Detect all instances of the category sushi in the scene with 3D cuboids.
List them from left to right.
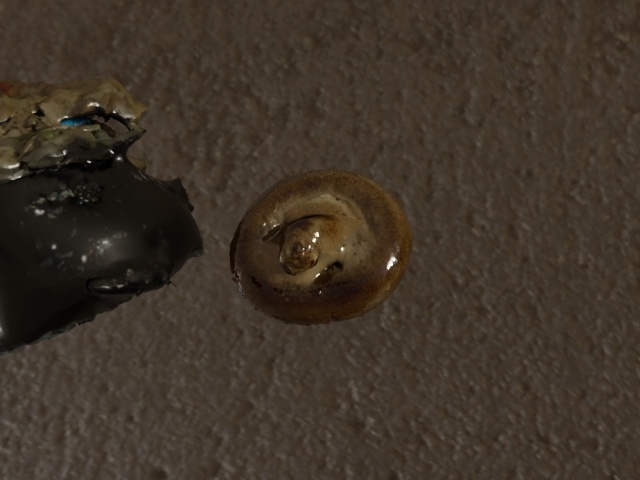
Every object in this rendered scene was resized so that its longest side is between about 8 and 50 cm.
[{"bbox_3d":[-0.230,-0.033,0.914,0.225,0.238,0.218,-22,91,35],"label":"sushi"}]

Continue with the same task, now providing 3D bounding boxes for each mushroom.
[{"bbox_3d":[0.000,0.006,0.779,0.126,0.085,0.109,3,34,6],"label":"mushroom"}]
